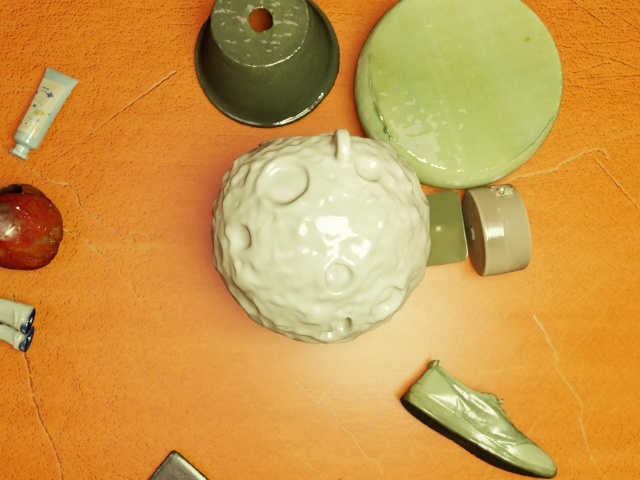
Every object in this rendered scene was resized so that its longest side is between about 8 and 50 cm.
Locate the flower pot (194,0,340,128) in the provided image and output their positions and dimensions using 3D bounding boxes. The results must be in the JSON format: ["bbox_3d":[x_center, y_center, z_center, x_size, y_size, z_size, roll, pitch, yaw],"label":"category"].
[{"bbox_3d":[-0.095,-0.344,1.041,0.269,0.166,0.269,0,83,-2],"label":"flower pot"}]

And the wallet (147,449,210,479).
[{"bbox_3d":[-0.194,0.477,1.022,0.244,0.025,0.124,39,85,5],"label":"wallet"}]

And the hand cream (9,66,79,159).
[{"bbox_3d":[-0.498,-0.225,1.082,0.065,0.043,0.171,24,82,2],"label":"hand cream"}]

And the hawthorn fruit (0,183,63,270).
[{"bbox_3d":[-0.512,-0.021,0.999,0.148,0.172,0.148,1,93,21],"label":"hawthorn fruit"}]

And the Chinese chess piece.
[{"bbox_3d":[0.230,-0.260,1.044,0.349,0.146,0.349,0,84,-1],"label":"Chinese chess piece"}]

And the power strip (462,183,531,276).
[{"bbox_3d":[0.290,-0.019,1.015,0.078,0.154,0.154,-9,84,2],"label":"power strip"}]

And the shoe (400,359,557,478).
[{"bbox_3d":[0.271,0.303,1.012,0.275,0.103,0.098,32,73,2],"label":"shoe"}]

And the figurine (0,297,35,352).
[{"bbox_3d":[-0.616,0.107,1.005,0.274,0.133,0.194,-4,127,2],"label":"figurine"}]

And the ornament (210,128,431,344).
[{"bbox_3d":[0.000,0.000,0.922,0.337,0.337,0.337,0,84,-1],"label":"ornament"}]

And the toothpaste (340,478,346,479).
[{"bbox_3d":[-0.006,0.489,1.023,0.048,0.031,0.190,33,87,-1],"label":"toothpaste"}]

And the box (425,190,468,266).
[{"bbox_3d":[0.208,-0.020,1.063,0.091,0.031,0.126,-11,83,21],"label":"box"}]
